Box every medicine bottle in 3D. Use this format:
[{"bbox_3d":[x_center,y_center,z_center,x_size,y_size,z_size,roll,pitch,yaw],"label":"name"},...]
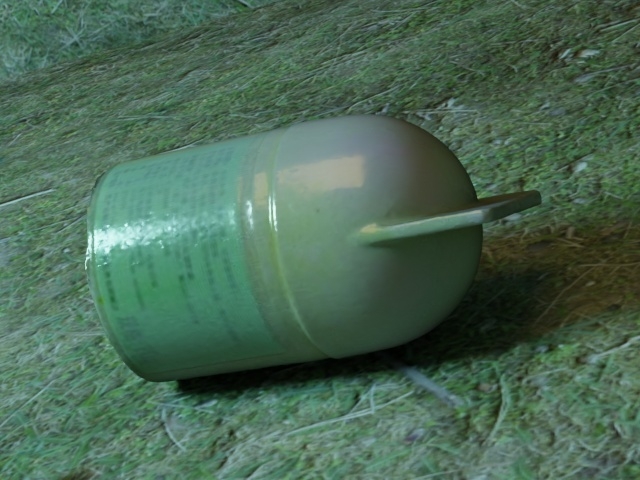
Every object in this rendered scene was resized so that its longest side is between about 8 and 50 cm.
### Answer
[{"bbox_3d":[0.000,0.000,1.617,0.406,0.235,0.235,-11,24,20],"label":"medicine bottle"}]
